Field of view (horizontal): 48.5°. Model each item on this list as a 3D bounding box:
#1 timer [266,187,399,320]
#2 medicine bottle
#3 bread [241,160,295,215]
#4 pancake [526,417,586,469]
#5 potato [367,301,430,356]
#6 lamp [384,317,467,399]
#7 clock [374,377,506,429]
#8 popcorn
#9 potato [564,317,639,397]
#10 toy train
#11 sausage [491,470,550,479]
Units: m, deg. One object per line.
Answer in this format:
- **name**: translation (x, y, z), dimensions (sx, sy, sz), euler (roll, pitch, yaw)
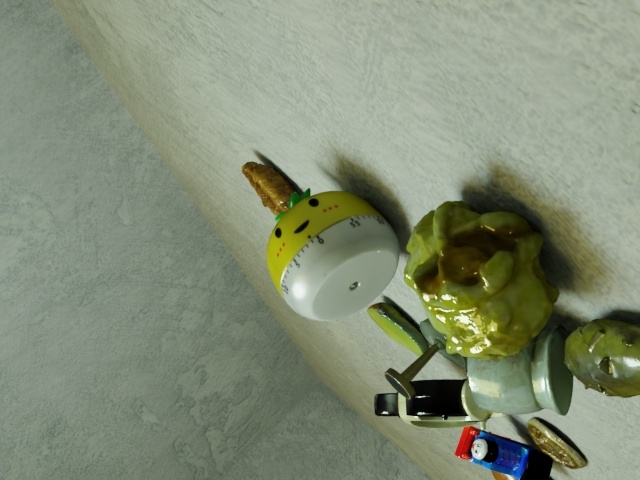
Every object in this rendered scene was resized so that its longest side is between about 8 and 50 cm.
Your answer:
- **timer**: translation (0.000, 0.000, 1.452), dimensions (0.285, 0.285, 0.285), euler (45, 166, 15)
- **medicine bottle**: translation (0.326, 0.206, 1.144), dimensions (0.143, 0.147, 0.147), euler (-5, 133, 31)
- **bread**: translation (-0.110, -0.122, 1.801), dimensions (0.233, 0.076, 0.105), euler (50, 156, 25)
- **pancake**: translation (0.512, 0.449, 1.561), dimensions (0.158, 0.028, 0.158), euler (43, 167, 12)
- **potato**: translation (0.210, 0.225, 1.822), dimensions (0.198, 0.054, 0.119), euler (37, 159, 23)
- **lamp**: translation (0.228, 0.218, 1.406), dimensions (0.121, 0.215, 0.121), euler (43, 163, 16)
- **clock**: translation (0.286, 0.360, 1.578), dimensions (0.379, 0.277, 0.120), euler (123, 149, -74)
- **popcorn**: translation (0.228, 0.061, 1.049), dimensions (0.254, 0.195, 0.256), euler (75, 169, -51)
- **potato**: translation (0.410, 0.162, 0.965), dimensions (0.117, 0.090, 0.225), euler (48, 167, -1)
- **toy train**: translation (0.433, 0.507, 1.681), dimensions (0.204, 0.082, 0.131), euler (22, 176, -22)
- **sausage**: translation (0.551, 0.644, 1.823), dimensions (0.274, 0.105, 0.105), euler (37, 162, 38)
